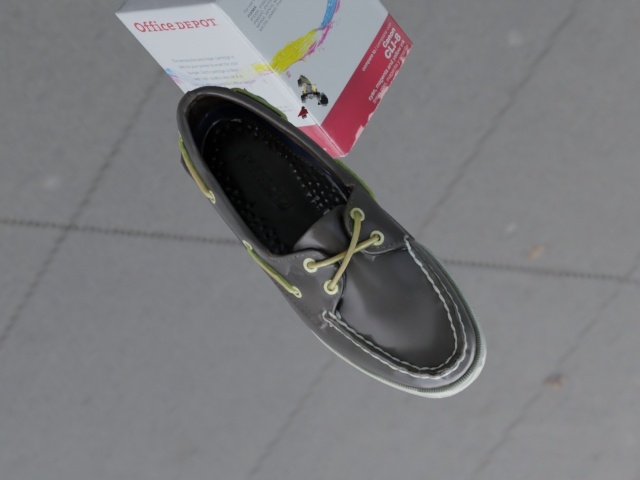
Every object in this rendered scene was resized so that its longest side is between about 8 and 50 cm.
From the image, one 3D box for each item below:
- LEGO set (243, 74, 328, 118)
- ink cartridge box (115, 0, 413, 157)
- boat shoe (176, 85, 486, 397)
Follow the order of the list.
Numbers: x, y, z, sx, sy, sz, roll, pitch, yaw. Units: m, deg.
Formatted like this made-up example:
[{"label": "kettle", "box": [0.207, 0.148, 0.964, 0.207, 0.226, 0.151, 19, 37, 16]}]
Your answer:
[{"label": "LEGO set", "box": [-0.035, -0.084, 1.070, 0.083, 0.023, 0.054, -16, 144, 9]}, {"label": "ink cartridge box", "box": [-0.043, -0.167, 1.322, 0.176, 0.128, 0.127, 48, 61, -34]}, {"label": "boat shoe", "box": [0.000, 0.000, 0.942, 0.081, 0.228, 0.068, -46, 160, -2]}]
